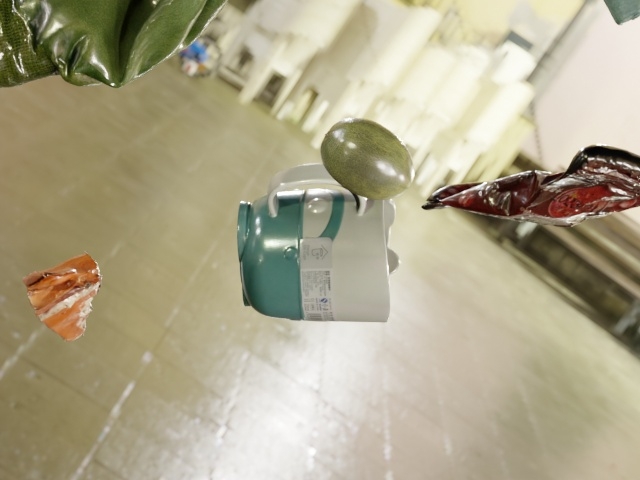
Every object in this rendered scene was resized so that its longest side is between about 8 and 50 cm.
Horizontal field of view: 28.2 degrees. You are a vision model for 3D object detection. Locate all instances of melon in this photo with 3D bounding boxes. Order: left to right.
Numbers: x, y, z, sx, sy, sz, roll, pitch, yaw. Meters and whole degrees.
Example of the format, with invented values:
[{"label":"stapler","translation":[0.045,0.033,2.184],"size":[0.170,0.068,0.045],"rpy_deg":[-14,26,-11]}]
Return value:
[{"label":"melon","translation":[0.062,-0.106,1.656],"size":[0.130,0.098,0.098],"rpy_deg":[27,11,-6]}]

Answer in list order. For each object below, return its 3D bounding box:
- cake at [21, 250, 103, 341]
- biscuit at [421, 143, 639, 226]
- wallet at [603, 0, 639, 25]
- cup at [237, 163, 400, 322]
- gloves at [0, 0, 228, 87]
[{"label":"cake","translation":[-0.445,0.102,2.267],"size":[0.098,0.135,0.287],"rpy_deg":[54,-12,11]},{"label":"biscuit","translation":[0.235,-0.050,1.318],"size":[0.151,0.063,0.235],"rpy_deg":[9,-10,-37]},{"label":"wallet","translation":[0.226,-0.304,0.826],"size":[0.251,0.290,0.054],"rpy_deg":[55,-25,-1]},{"label":"cup","translation":[0.000,0.000,2.052],"size":[0.257,0.290,0.219],"rpy_deg":[0,43,3]},{"label":"gloves","translation":[-0.152,-0.181,0.964],"size":[0.107,0.268,0.135],"rpy_deg":[64,6,-74]}]
